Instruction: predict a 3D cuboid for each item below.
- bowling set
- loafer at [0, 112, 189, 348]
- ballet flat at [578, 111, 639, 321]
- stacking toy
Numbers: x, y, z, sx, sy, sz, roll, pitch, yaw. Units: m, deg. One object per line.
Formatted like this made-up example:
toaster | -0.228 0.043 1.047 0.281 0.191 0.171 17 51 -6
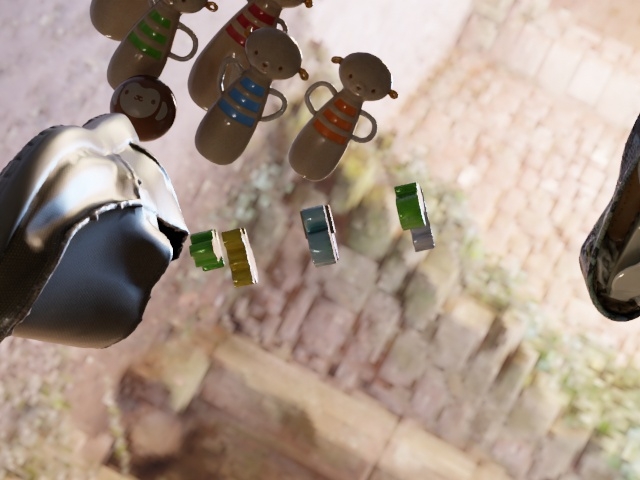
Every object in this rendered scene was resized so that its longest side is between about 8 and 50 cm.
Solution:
bowling set | -0.079 -0.155 1.252 0.154 0.287 0.200 -55 -178 25
loafer | -0.107 0.002 0.680 0.094 0.087 0.251 -43 -175 17
ballet flat | 0.205 -0.020 0.907 0.070 0.070 0.188 -55 164 -42
stacking toy | 0.000 0.000 1.146 0.221 0.167 0.052 -2 79 -86
